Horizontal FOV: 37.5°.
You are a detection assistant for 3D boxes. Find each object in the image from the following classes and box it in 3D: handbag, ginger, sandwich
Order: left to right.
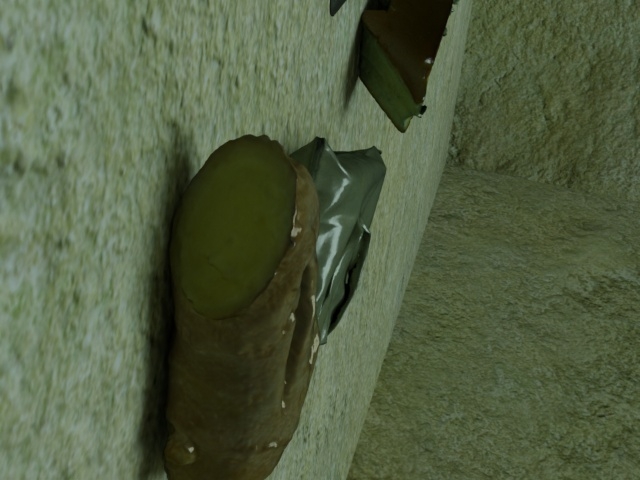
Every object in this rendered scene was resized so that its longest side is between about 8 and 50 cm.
[{"bbox_3d":[-0.063,0.074,0.793,0.190,0.126,0.354,-35,143,-45],"label":"ginger"},{"bbox_3d":[-0.002,0.004,1.112,0.316,0.109,0.253,-25,131,-78],"label":"handbag"},{"bbox_3d":[0.120,-0.282,1.387,0.122,0.128,0.236,94,13,-56],"label":"sandwich"}]

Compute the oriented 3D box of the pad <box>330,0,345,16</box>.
[{"bbox_3d":[0.069,-0.325,1.240,0.250,0.055,0.323,-64,145,-54],"label":"pad"}]
